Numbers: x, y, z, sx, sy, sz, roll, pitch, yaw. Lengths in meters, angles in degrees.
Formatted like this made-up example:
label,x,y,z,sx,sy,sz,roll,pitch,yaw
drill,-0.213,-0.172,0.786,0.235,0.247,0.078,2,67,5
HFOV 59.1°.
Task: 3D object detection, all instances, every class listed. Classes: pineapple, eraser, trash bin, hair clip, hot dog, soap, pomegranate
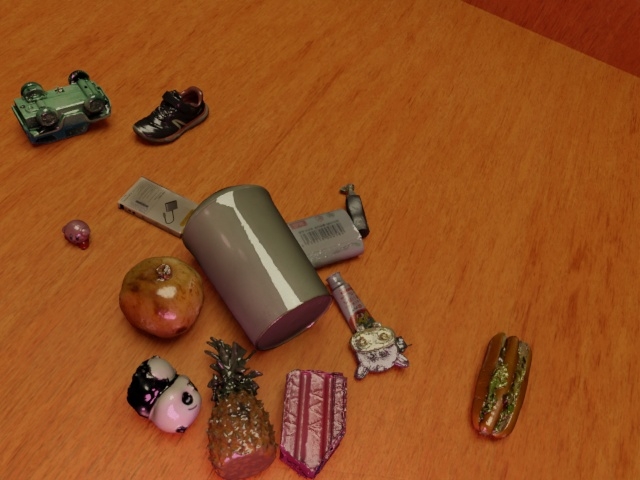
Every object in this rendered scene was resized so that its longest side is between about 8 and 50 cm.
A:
label,x,y,z,sx,sy,sz,roll,pitch,yaw
pineapple,-0.211,0.389,1.374,0.169,0.169,0.341,-7,50,-18
eraser,0.000,0.000,1.747,0.226,0.081,0.174,-16,63,-25
trash bin,-0.182,0.054,1.543,0.280,0.280,0.432,-24,66,-28
hair clip,0.168,0.300,1.579,0.186,0.056,0.146,-7,63,-22
hot dog,0.507,0.400,1.566,0.135,0.100,0.337,28,52,6
soap,-0.021,0.452,1.397,0.162,0.099,0.250,10,52,-7
pomegranate,-0.408,0.144,1.459,0.215,0.215,0.216,7,53,-9

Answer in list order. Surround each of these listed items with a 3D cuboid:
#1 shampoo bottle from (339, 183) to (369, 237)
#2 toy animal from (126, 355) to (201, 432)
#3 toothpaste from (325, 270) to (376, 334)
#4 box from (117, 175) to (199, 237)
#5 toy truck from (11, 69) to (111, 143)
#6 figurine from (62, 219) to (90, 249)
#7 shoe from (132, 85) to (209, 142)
label,x,y,z,sx,sy,sz,roll,pitch,yaw
shampoo bottle,0.112,-0.103,1.866,0.063,0.057,0.208,-6,54,-8
toy animal,-0.367,0.367,1.349,0.179,0.138,0.166,32,10,0
toothpaste,0.096,0.201,1.646,0.089,0.057,0.234,-24,74,-27
box,-0.480,-0.098,1.728,0.247,0.033,0.129,27,52,6
toy truck,-0.822,-0.423,1.803,0.278,0.156,0.155,-26,64,-29
figurine,-0.691,-0.025,1.598,0.083,0.071,0.067,17,51,0
shoe,-0.496,-0.432,1.904,0.114,0.137,0.291,40,56,17
